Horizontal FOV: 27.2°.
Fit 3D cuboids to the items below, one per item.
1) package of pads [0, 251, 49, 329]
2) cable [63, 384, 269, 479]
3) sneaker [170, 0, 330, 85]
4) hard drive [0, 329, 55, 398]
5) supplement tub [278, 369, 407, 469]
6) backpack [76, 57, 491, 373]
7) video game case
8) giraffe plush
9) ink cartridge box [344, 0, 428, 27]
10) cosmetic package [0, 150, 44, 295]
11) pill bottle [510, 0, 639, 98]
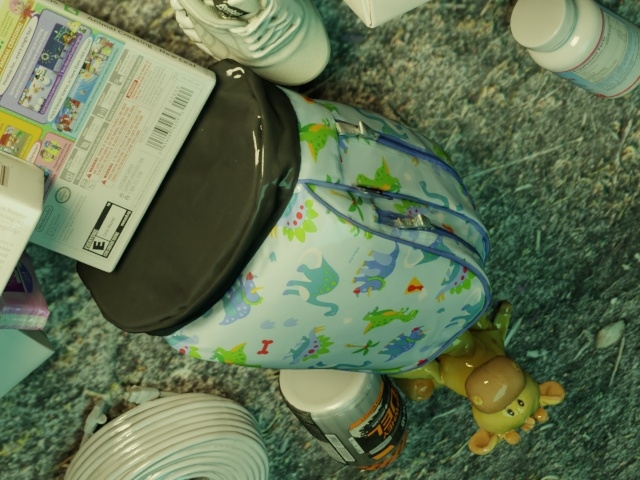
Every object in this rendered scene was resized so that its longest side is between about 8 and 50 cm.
[{"bbox_3d":[-0.286,0.046,1.224,0.050,0.083,0.032,8,128,-37],"label":"package of pads"},{"bbox_3d":[-0.177,0.285,1.536,0.257,0.089,0.257,3,126,-39],"label":"cable"},{"bbox_3d":[-0.071,-0.204,1.113,0.110,0.118,0.292,-44,142,5],"label":"sneaker"},{"bbox_3d":[-0.431,0.156,1.258,0.307,0.040,0.203,-40,141,4],"label":"hard drive"},{"bbox_3d":[0.034,0.197,1.586,0.117,0.117,0.190,-36,142,-2],"label":"supplement tub"},{"bbox_3d":[0.000,0.000,1.283,0.356,0.273,0.290,-2,139,-53],"label":"backpack"},{"bbox_3d":[-0.221,-0.092,1.124,0.193,0.023,0.212,23,116,-20],"label":"video game case"},{"bbox_3d":[0.196,0.169,1.635,0.210,0.170,0.181,21,114,-47],"label":"giraffe plush"},{"bbox_3d":[0.101,-0.316,1.060,0.278,0.201,0.117,-27,140,-11],"label":"ink cartridge box"},{"bbox_3d":[-0.329,0.029,1.111,0.117,0.085,0.231,24,112,-21],"label":"cosmetic package"},{"bbox_3d":[0.271,-0.210,1.384,0.160,0.087,0.087,17,117,-45],"label":"pill bottle"}]
